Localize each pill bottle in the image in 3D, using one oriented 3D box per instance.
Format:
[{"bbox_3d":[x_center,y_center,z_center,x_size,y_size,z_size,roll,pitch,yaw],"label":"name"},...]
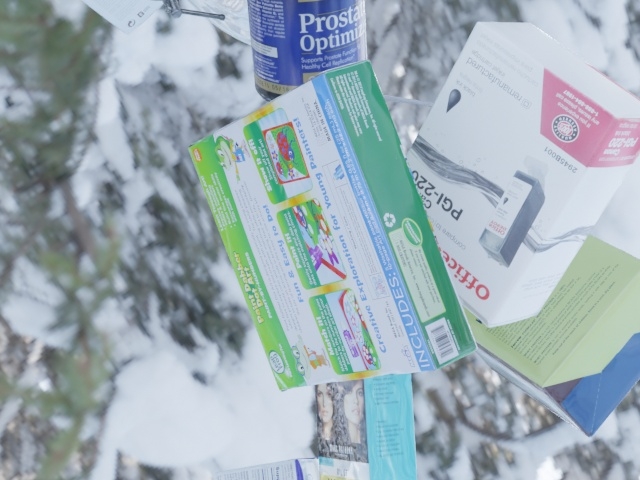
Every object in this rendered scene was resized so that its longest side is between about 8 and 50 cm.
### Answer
[{"bbox_3d":[-0.016,-0.256,1.201,0.122,0.219,0.123,-3,-150,2],"label":"pill bottle"}]

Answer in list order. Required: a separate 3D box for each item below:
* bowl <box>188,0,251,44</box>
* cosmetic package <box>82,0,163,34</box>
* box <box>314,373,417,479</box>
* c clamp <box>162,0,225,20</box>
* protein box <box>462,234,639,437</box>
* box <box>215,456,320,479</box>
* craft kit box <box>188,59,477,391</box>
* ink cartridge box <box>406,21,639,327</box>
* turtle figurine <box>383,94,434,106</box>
[{"bbox_3d":[-0.089,-0.433,1.734,0.134,0.298,0.298,-41,-162,36],"label":"bowl"},{"bbox_3d":[-0.311,-0.375,1.535,0.085,0.231,0.117,-42,-117,7],"label":"cosmetic package"},{"bbox_3d":[0.048,0.244,1.215,0.060,0.244,0.100,-1,175,-32],"label":"box"},{"bbox_3d":[-0.185,-0.285,1.201,0.022,0.137,0.161,-49,-122,36],"label":"c clamp"},{"bbox_3d":[0.311,0.102,1.506,0.200,0.136,0.201,-49,-142,-5],"label":"protein box"},{"bbox_3d":[-0.064,0.368,1.608,0.137,0.072,0.126,-15,-105,29],"label":"box"},{"bbox_3d":[0.000,0.000,1.013,0.061,0.250,0.246,-22,-177,-36],"label":"craft kit box"},{"bbox_3d":[0.162,-0.058,1.021,0.158,0.218,0.092,42,-148,28],"label":"ink cartridge box"},{"bbox_3d":[0.203,-0.098,1.650,0.274,0.266,0.198,-8,-103,50],"label":"turtle figurine"}]
